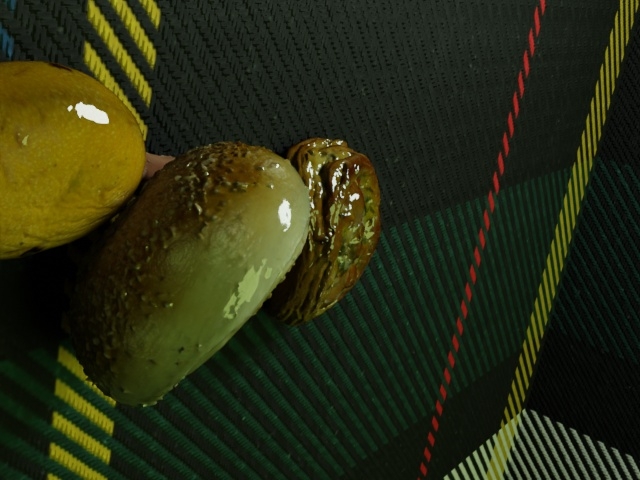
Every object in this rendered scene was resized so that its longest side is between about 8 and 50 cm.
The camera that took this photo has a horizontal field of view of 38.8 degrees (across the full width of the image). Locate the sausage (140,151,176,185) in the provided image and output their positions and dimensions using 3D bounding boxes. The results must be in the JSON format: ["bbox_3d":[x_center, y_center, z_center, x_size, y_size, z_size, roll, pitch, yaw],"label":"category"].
[{"bbox_3d":[-0.164,-0.079,1.023,0.042,0.036,0.158,-41,161,27],"label":"sausage"}]

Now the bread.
[{"bbox_3d":[-0.144,0.024,0.919,0.158,0.305,0.306,39,70,-16],"label":"bread"}]

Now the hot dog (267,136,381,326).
[{"bbox_3d":[0.000,0.000,1.261,0.196,0.122,0.272,-29,131,-56],"label":"hot dog"}]

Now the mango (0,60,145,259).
[{"bbox_3d":[-0.273,-0.071,0.776,0.295,0.120,0.177,-1,118,-56],"label":"mango"}]
